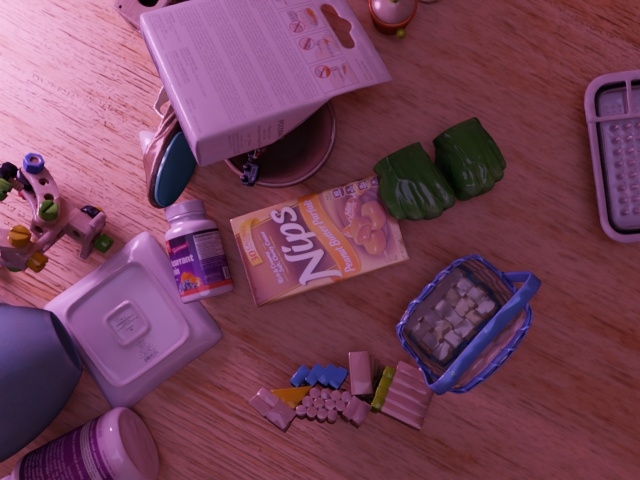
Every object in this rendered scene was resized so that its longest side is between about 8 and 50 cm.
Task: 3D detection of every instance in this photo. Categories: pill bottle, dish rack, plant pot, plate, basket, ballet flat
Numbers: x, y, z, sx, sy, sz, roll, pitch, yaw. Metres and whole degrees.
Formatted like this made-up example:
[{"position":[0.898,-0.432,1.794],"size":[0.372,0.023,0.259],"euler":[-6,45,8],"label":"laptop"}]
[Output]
[{"position":[-0.247,0.021,1.327],"size":[0.108,0.108,0.193],"euler":[-16,88,1],"label":"pill bottle"},{"position":[0.668,-0.169,1.319],"size":[0.285,0.072,0.333],"euler":[-7,88,1],"label":"dish rack"},{"position":[-0.571,0.238,1.261],"size":[0.195,0.290,0.290],"euler":[-27,88,-13],"label":"plant pot"},{"position":[-0.483,0.461,1.293],"size":[0.301,0.169,0.169],"euler":[-27,88,1],"label":"pill bottle"},{"position":[-0.085,-0.217,1.327],"size":[0.237,0.110,0.237],"euler":[0,88,2],"label":"plant pot"},{"position":[-0.388,0.168,1.360],"size":[0.277,0.045,0.278],"euler":[-37,88,0],"label":"plate"},{"position":[0.270,0.149,1.214],"size":[0.201,0.289,0.255],"euler":[44,91,2],"label":"basket"},{"position":[-0.293,-0.234,1.343],"size":[0.124,0.116,0.342],"euler":[21,89,24],"label":"ballet flat"}]

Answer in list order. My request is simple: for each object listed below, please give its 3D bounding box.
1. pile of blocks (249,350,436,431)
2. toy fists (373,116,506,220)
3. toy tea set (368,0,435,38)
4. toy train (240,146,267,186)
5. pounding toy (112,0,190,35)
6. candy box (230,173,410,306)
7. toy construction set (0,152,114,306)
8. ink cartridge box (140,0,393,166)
[{"position":[0.045,0.303,1.318],"size":[0.362,0.112,0.149],"euler":[0,70,-2],"label":"pile of blocks"},{"position":[0.235,-0.125,1.289],"size":[0.279,0.096,0.142],"euler":[-25,79,-24],"label":"toy fists"},{"position":[0.098,-0.558,1.322],"size":[0.336,0.124,0.200],"euler":[36,90,2],"label":"toy tea set"},{"position":[-0.117,-0.179,1.259],"size":[0.036,0.027,0.158],"euler":[13,89,-1],"label":"toy train"},{"position":[-0.308,-0.507,1.306],"size":[0.094,0.181,0.206],"euler":[36,90,3],"label":"pounding toy"},{"position":[0.000,0.000,1.328],"size":[0.316,0.087,0.183],"euler":[-17,86,1],"label":"candy box"},{"position":[-0.556,0.013,1.302],"size":[0.237,0.257,0.309],"euler":[33,110,-10],"label":"toy construction set"},{"position":[-0.104,-0.337,1.253],"size":[0.385,0.091,0.308],"euler":[-20,67,-15],"label":"ink cartridge box"}]
